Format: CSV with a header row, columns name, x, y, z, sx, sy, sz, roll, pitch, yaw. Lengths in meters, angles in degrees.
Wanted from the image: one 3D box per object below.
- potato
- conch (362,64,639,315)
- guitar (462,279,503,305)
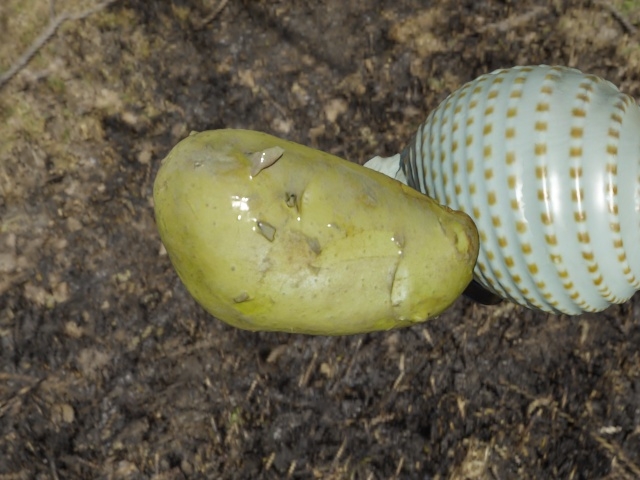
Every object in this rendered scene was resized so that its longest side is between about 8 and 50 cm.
name,x,y,z,sx,sy,sz,roll,pitch,yaw
potato,0.000,0.000,0.475,0.188,0.105,0.085,8,12,-19
conch,0.211,-0.073,0.860,0.319,0.215,0.303,32,27,27
guitar,0.263,-0.004,1.155,0.084,0.038,0.271,37,46,18
